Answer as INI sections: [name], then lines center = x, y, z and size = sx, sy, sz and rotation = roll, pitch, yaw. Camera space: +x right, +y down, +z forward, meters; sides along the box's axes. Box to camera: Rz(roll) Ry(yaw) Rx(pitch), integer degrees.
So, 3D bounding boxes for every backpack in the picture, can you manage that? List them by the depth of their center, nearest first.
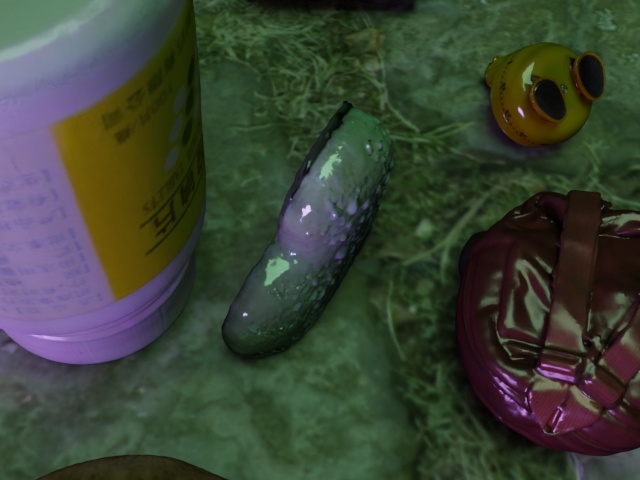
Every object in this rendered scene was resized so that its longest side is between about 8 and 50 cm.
[backpack]
center = 0.213, 0.068, 0.583
size = 0.229, 0.139, 0.229
rotation = 5, 59, -8

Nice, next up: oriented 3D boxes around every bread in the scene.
[bread]
center = 0.000, 0.000, 0.604
size = 0.064, 0.172, 0.232
rotation = 31, 108, 9

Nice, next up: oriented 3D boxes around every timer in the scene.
[timer]
center = 0.222, -0.150, 0.737
size = 0.107, 0.109, 0.107
rotation = 0, 90, -20

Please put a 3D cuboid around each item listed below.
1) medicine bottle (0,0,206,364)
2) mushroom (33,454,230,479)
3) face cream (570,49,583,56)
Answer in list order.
[medicine bottle]
center = -0.184, -0.063, 0.470
size = 0.213, 0.379, 0.214
rotation = 3, 63, -6
[mushroom]
center = -0.128, 0.271, 0.436
size = 0.278, 0.146, 0.278
rotation = 3, 75, -11
[face cream]
center = 0.253, -0.192, 0.788
size = 0.083, 0.021, 0.040
rotation = -4, 63, -9
